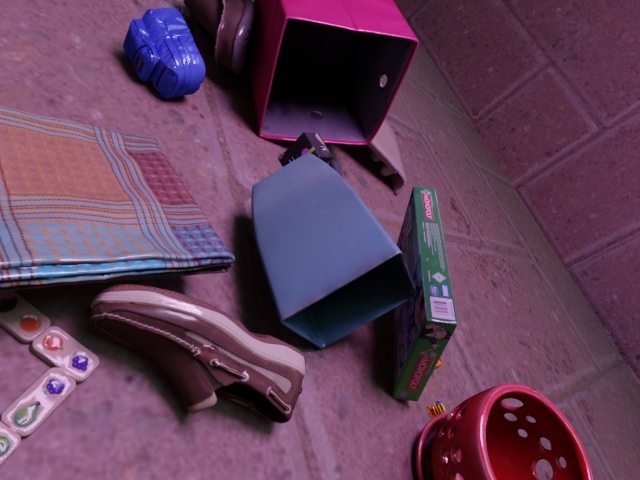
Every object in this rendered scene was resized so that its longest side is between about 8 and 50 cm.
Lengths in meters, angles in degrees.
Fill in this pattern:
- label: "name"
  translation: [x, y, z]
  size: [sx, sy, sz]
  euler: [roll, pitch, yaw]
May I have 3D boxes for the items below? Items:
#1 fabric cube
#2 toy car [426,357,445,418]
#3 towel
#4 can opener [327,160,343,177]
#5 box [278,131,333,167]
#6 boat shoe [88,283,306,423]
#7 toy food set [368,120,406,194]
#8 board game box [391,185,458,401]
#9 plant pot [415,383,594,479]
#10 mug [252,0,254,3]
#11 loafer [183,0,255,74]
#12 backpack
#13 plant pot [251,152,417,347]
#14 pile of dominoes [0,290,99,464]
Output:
- label: "fabric cube"
  translation: [0.000, -0.381, 0.855]
  size: [0.259, 0.254, 0.258]
  euler: [0, 54, -20]
- label: "toy car"
  translation: [0.215, 0.258, 0.766]
  size: [0.060, 0.040, 0.122]
  euler: [21, 44, -38]
- label: "towel"
  translation: [-0.290, -0.059, 0.409]
  size: [0.370, 0.040, 0.271]
  euler: [-1, 44, -51]
- label: "can opener"
  translation: [0.043, -0.073, 0.823]
  size: [0.076, 0.095, 0.283]
  euler: [23, 43, -37]
- label: "box"
  translation: [-0.029, -0.166, 0.835]
  size: [0.052, 0.083, 0.062]
  euler: [-16, 71, -54]
- label: "boat shoe"
  translation: [-0.121, 0.132, 0.446]
  size: [0.257, 0.095, 0.095]
  euler: [29, 49, -28]
- label: "toy food set"
  translation: [0.113, -0.283, 1.127]
  size: [0.306, 0.092, 0.220]
  euler: [38, 35, -34]
- label: "board game box"
  translation: [0.167, 0.081, 0.736]
  size: [0.046, 0.214, 0.317]
  euler: [8, 42, 2]
- label: "plant pot"
  translation: [0.249, 0.324, 0.597]
  size: [0.191, 0.174, 0.191]
  euler: [13, 51, -17]
- label: "mug"
  translation: [-0.183, -0.701, 1.142]
  size: [0.157, 0.097, 0.129]
  euler: [-2, 61, -49]
- label: "loafer"
  translation: [-0.221, -0.468, 0.879]
  size: [0.130, 0.134, 0.366]
  euler: [2, 44, -21]
- label: "backpack"
  translation: [-0.254, -0.296, 0.687]
  size: [0.101, 0.098, 0.120]
  euler: [-31, 93, -35]
- label: "plant pot"
  translation: [0.000, 0.000, 0.611]
  size: [0.234, 0.165, 0.166]
  euler: [62, 4, 30]
- label: "pile of dominoes"
  translation: [-0.322, 0.077, 0.304]
  size: [0.251, 0.040, 0.196]
  euler: [44, 34, -11]
